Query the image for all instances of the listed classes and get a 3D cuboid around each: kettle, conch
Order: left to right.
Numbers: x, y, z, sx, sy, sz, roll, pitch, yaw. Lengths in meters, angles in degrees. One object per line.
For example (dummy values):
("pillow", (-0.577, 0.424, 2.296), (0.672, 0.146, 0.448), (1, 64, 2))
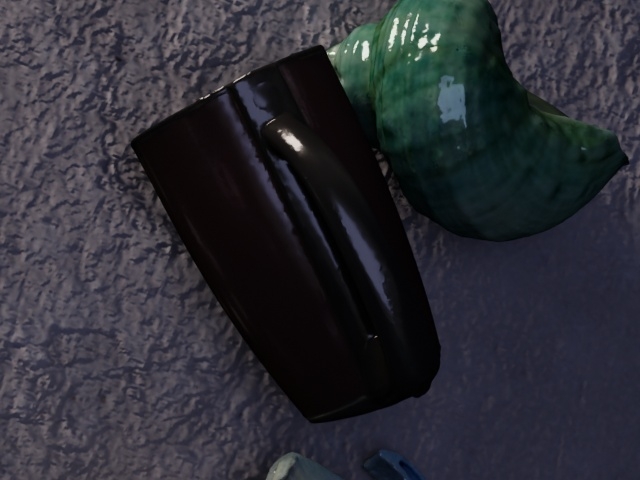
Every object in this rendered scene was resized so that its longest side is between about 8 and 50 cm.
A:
("kettle", (0.000, 0.000, 1.172), (0.144, 0.202, 0.232), (-29, 92, -23))
("conch", (0.094, -0.087, 1.237), (0.134, 0.196, 0.202), (-43, 74, 3))

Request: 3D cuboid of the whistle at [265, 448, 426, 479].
("whistle", (0.057, 0.243, 1.210), (0.269, 0.093, 0.180), (45, 44, -15))
